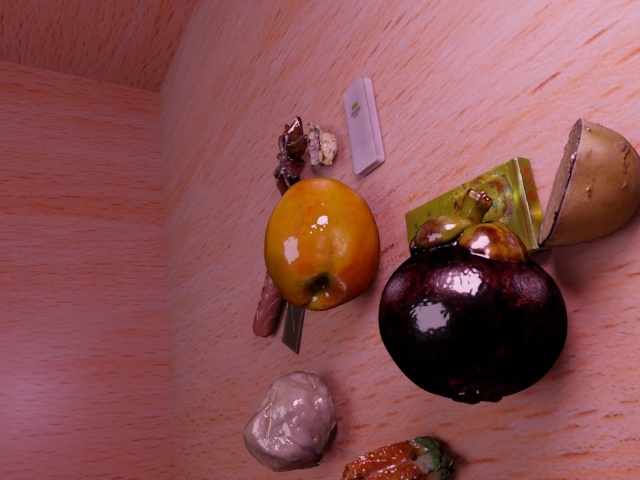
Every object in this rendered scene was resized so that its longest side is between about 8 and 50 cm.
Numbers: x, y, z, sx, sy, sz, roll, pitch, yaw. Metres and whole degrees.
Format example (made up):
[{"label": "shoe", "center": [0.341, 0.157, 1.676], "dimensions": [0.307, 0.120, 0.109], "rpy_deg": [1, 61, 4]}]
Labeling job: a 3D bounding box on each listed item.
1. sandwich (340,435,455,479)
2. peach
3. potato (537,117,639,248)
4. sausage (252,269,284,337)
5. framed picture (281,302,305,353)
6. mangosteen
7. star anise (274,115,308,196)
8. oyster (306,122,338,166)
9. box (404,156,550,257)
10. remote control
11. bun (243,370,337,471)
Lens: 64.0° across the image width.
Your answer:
[{"label": "sandwich", "center": [0.138, 0.516, 1.058], "dimensions": [0.109, 0.212, 0.292], "rpy_deg": [-109, 22, -57]}, {"label": "peach", "center": [0.000, 0.000, 1.254], "dimensions": [0.308, 0.308, 0.332], "rpy_deg": [-51, 36, 44]}, {"label": "potato", "center": [0.404, -0.070, 0.753], "dimensions": [0.117, 0.182, 0.202], "rpy_deg": [14, 111, 15]}, {"label": "sausage", "center": [-0.143, 0.138, 1.662], "dimensions": [0.088, 0.088, 0.432], "rpy_deg": [43, 123, 52]}, {"label": "framed picture", "center": [-0.088, 0.270, 1.622], "dimensions": [0.109, 0.011, 0.149], "rpy_deg": [21, 104, 57]}, {"label": "mangosteen", "center": [0.230, 0.108, 0.842], "dimensions": [0.313, 0.297, 0.297], "rpy_deg": [60, 136, 34]}, {"label": "star anise", "center": [-0.092, -0.243, 1.598], "dimensions": [0.288, 0.088, 0.288], "rpy_deg": [-173, 90, -76]}, {"label": "oyster", "center": [0.003, -0.281, 1.492], "dimensions": [0.209, 0.072, 0.132], "rpy_deg": [-148, 58, -77]}, {"label": "box", "center": [0.288, -0.022, 1.005], "dimensions": [0.311, 0.043, 0.172], "rpy_deg": [-30, 62, 54]}, {"label": "remote control", "center": [0.110, -0.299, 1.338], "dimensions": [0.103, 0.034, 0.250], "rpy_deg": [-34, 59, 52]}, {"label": "bun", "center": [-0.063, 0.495, 1.358], "dimensions": [0.205, 0.282, 0.281], "rpy_deg": [27, 112, 30]}]
